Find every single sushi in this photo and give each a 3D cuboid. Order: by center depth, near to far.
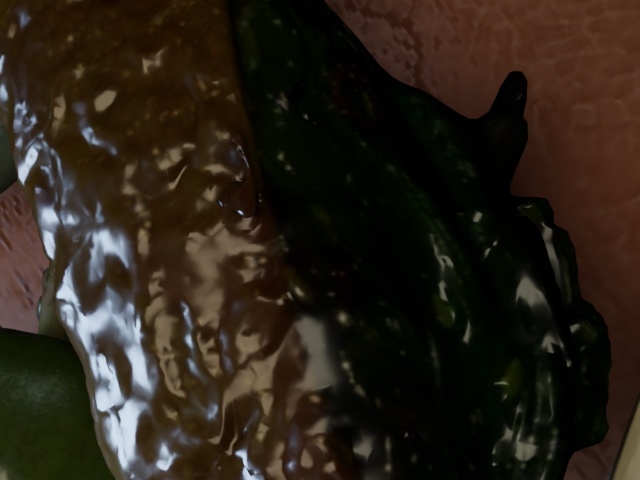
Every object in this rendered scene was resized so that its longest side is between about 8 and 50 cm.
[{"bbox_3d":[-0.001,0.000,0.445,0.140,0.149,0.287,-21,80,27],"label":"sushi"}]

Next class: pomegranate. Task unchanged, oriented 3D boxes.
[{"bbox_3d":[-0.100,0.070,0.524,0.122,0.122,0.161,11,61,15],"label":"pomegranate"}]

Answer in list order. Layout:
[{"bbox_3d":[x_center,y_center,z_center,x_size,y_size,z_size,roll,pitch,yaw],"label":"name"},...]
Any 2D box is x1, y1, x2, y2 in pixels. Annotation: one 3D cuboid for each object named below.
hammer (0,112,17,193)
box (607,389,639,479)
[{"bbox_3d":[-0.168,-0.172,0.519,0.202,0.113,0.305,-44,78,12],"label":"hammer"},{"bbox_3d":[0.185,0.125,0.446,0.212,0.095,0.168,19,99,15],"label":"box"}]
